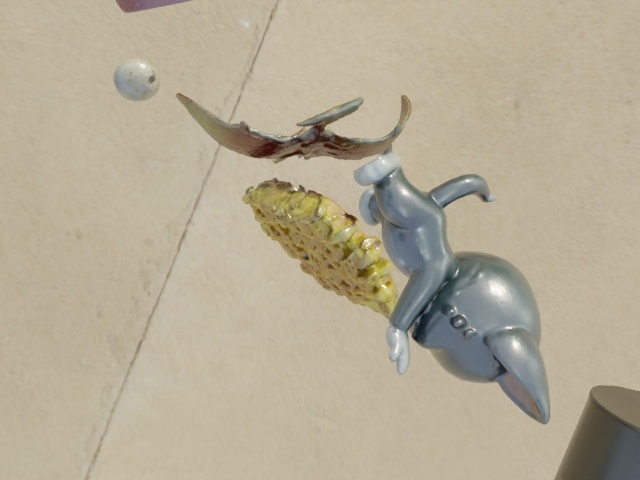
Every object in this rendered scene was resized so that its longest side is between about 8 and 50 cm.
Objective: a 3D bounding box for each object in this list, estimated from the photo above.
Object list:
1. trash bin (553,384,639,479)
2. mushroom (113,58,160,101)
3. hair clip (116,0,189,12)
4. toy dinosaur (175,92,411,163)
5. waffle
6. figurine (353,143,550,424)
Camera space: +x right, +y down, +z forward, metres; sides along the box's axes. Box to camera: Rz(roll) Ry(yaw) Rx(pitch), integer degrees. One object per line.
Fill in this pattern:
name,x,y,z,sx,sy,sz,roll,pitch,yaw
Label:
trash bin,0.348,0.355,0.815,0.214,0.214,0.334,15,99,-9
mushroom,-0.332,-0.297,1.268,0.085,0.079,0.085,-6,144,-4
hair clip,-0.100,-0.199,0.502,0.137,0.022,0.054,-2,111,22
toy dinosaur,-0.028,-0.174,1.014,0.327,0.206,0.113,-9,76,6
waffle,0.001,-0.001,1.033,0.309,0.283,0.065,37,75,17
figurine,0.121,0.022,0.665,0.140,0.193,0.265,-15,108,11
